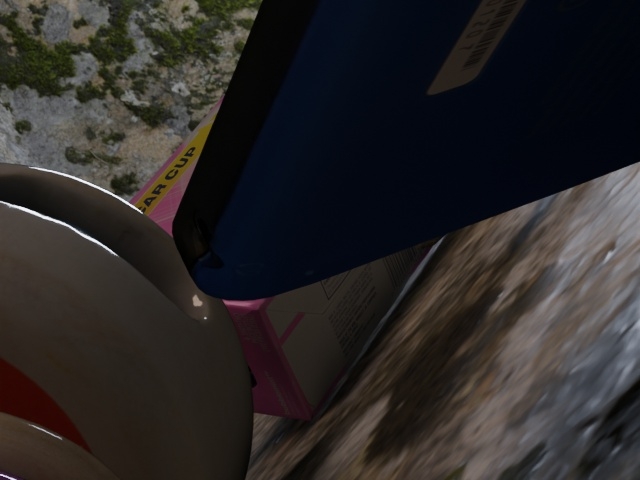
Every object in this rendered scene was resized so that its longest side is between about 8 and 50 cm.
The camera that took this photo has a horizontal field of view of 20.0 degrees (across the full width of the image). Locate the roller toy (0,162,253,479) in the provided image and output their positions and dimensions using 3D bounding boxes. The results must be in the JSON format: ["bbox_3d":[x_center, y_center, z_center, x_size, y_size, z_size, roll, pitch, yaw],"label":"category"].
[{"bbox_3d":[-0.122,0.077,0.636,0.191,0.209,0.146,-12,15,10],"label":"roller toy"}]

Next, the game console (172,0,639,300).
[{"bbox_3d":[0.076,-0.145,0.376,0.250,0.173,0.293,-19,-18,-22],"label":"game console"}]

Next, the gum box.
[{"bbox_3d":[-0.016,-0.007,0.772,0.107,0.062,0.188,4,42,36],"label":"gum box"}]

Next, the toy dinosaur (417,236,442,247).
[{"bbox_3d":[0.106,-0.094,0.708,0.118,0.064,0.268,-53,5,32],"label":"toy dinosaur"}]

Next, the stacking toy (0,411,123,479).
[{"bbox_3d":[-0.099,0.148,0.366,0.141,0.141,0.330,-48,11,8],"label":"stacking toy"}]
